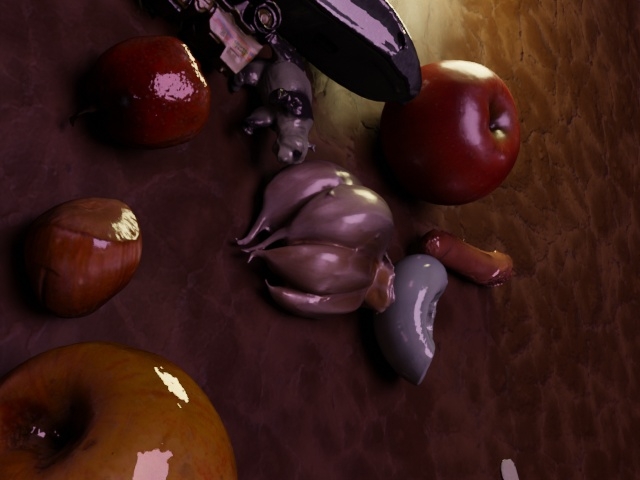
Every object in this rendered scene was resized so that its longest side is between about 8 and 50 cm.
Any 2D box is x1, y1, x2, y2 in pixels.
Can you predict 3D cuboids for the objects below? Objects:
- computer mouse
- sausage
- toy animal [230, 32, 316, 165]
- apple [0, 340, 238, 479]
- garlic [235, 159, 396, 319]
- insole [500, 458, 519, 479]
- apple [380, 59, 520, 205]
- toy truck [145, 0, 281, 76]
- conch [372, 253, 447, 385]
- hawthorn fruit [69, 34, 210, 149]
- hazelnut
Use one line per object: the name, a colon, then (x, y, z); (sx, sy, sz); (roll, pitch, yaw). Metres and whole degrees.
computer mouse: (0.031, -0.366, 1.822); (0.374, 0.203, 0.114); (38, 66, -31)
sausage: (0.271, 0.033, 2.075); (0.304, 0.078, 0.078); (19, 63, -47)
toy animal: (-0.064, -0.215, 1.715); (0.121, 0.094, 0.225); (26, 39, -43)
apple: (-0.240, 0.264, 1.219); (0.275, 0.299, 0.299); (74, 28, -49)
garlic: (0.000, 0.000, 1.731); (0.292, 0.210, 0.237); (32, 89, -45)
insole: (0.380, 0.506, 2.101); (0.065, 0.004, 0.197); (-30, 101, -51)
apple: (0.234, -0.190, 1.989); (0.260, 0.216, 0.260); (21, 62, -47)
toy truck: (-0.188, -0.362, 1.617); (0.257, 0.127, 0.127); (49, 60, -28)
conch: (0.151, 0.131, 1.856); (0.185, 0.121, 0.221); (51, 44, -54)
hawthorn fruit: (-0.245, -0.190, 1.476); (0.194, 0.157, 0.157); (-23, 96, -29)
hazelnut: (-0.286, 0.023, 1.354); (0.150, 0.150, 0.150); (20, 63, -46)
